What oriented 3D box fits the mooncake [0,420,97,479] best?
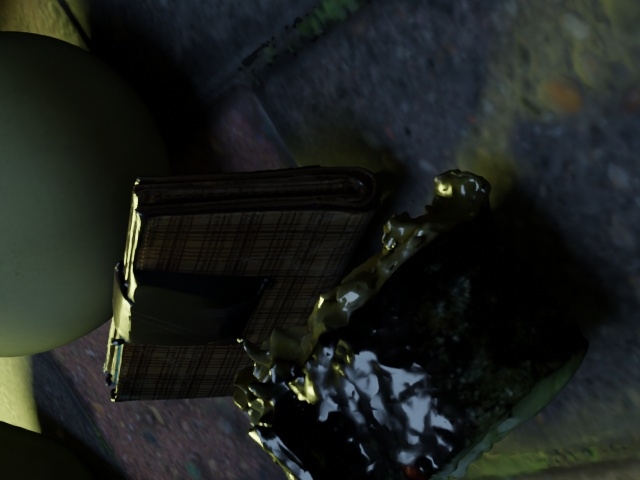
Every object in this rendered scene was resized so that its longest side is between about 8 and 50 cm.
[{"bbox_3d":[-0.343,0.323,1.166,0.356,0.356,0.194,31,139,34],"label":"mooncake"}]

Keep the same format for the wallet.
[{"bbox_3d":[-0.050,0.031,0.721,0.230,0.124,0.042,114,149,-61],"label":"wallet"}]

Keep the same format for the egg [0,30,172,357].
[{"bbox_3d":[-0.192,-0.023,0.796,0.189,0.188,0.253,58,148,-5],"label":"egg"}]

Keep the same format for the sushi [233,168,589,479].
[{"bbox_3d":[0.026,0.073,0.638,0.115,0.147,0.212,46,155,7],"label":"sushi"}]
